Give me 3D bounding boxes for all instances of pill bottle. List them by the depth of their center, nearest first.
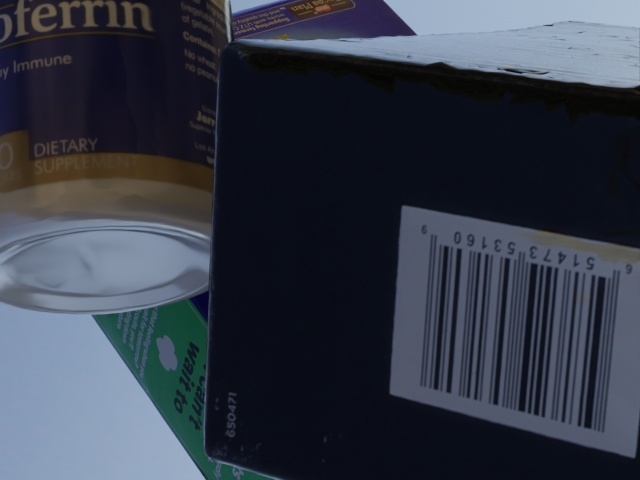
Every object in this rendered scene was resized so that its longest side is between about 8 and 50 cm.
[{"bbox_3d":[-0.121,-0.107,0.868,0.153,0.153,0.265,20,-123,-50],"label":"pill bottle"}]

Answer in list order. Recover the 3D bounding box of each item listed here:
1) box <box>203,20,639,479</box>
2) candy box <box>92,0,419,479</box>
[{"bbox_3d":[0.158,0.013,0.686,0.294,0.296,0.183,-14,-69,-53],"label":"box"},{"bbox_3d":[0.000,0.000,1.027,0.268,0.122,0.317,-20,-127,-30],"label":"candy box"}]
